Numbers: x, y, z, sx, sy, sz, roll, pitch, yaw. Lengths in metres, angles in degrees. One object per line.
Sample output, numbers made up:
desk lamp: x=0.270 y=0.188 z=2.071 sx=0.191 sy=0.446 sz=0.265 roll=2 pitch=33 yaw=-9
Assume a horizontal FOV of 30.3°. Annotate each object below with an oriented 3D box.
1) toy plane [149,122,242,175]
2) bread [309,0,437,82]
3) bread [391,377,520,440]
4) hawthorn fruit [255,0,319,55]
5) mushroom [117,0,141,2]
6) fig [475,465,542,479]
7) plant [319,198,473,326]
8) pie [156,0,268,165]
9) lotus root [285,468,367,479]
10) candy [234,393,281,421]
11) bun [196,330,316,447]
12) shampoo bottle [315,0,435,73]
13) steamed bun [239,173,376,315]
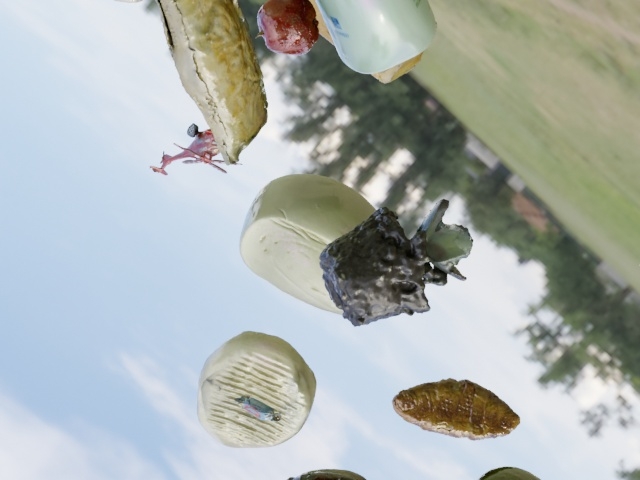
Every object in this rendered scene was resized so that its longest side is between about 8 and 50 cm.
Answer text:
toy plane: x=-0.230 y=-0.164 z=2.213 sx=0.126 sy=0.077 sz=0.194 roll=19 pitch=155 yaw=-22
bread: x=0.052 y=-0.390 z=1.964 sx=0.288 sy=0.152 sz=0.119 roll=39 pitch=-127 yaw=2
bread: x=0.235 y=0.294 z=2.089 sx=0.233 sy=0.105 sz=0.076 roll=10 pitch=177 yaw=-9
hawthorn fruit: x=-0.048 y=-0.297 z=1.643 sx=0.093 sy=0.093 sz=0.093 roll=41 pitch=-171 yaw=-8
mushroom: x=-0.353 y=-0.477 z=1.929 sx=0.212 sy=0.097 sz=0.088 roll=43 pitch=-150 yaw=-10
fig: x=0.318 y=0.469 z=1.864 sx=0.225 sy=0.203 sz=0.203 roll=17 pitch=172 yaw=38
plant: x=0.105 y=0.032 z=1.618 sx=0.131 sy=0.203 sz=0.142 roll=41 pitch=157 yaw=55
pie: x=-0.128 y=-0.226 z=1.478 sx=0.068 sy=0.128 sz=0.282 roll=7 pitch=136 yaw=28
lotus root: x=0.025 y=0.479 z=2.185 sx=0.209 sy=0.120 sz=0.120 roll=2 pitch=178 yaw=15
candy: x=-0.087 y=0.238 z=1.678 sx=0.083 sy=0.020 sz=0.030 roll=21 pitch=-150 yaw=36
bun: x=-0.114 y=0.257 z=2.075 sx=0.210 sy=0.237 sz=0.116 roll=14 pitch=-150 yaw=-12
shampoo bottle: x=0.034 y=-0.412 z=1.615 sx=0.222 sy=0.151 sz=0.349 roll=-102 pitch=-12 yaw=-53
steamed bun: x=0.000 y=0.000 z=1.901 sx=0.250 sy=0.155 sz=0.200 roll=25 pitch=-152 yaw=-5
